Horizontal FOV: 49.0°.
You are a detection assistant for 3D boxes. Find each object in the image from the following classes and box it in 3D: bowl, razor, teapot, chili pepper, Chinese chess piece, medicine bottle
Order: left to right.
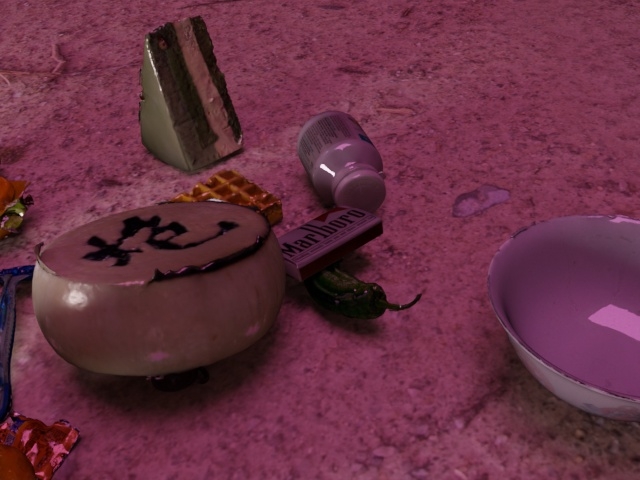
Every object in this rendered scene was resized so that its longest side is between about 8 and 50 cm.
[{"bbox_3d":[-0.471,0.134,1.049,0.093,0.056,0.324,-7,39,-9],"label":"razor"},{"bbox_3d":[-0.224,0.051,0.997,0.349,0.147,0.349,-4,20,1],"label":"Chinese chess piece"},{"bbox_3d":[-0.198,0.182,0.965,0.100,0.068,0.045,18,32,-31],"label":"teapot"},{"bbox_3d":[0.043,-0.138,1.297,0.135,0.135,0.215,-12,39,-12],"label":"medicine bottle"},{"bbox_3d":[0.046,0.068,1.081,0.122,0.065,0.279,-32,31,-7],"label":"chili pepper"},{"bbox_3d":[0.386,0.126,0.926,0.345,0.157,0.346,-2,39,2],"label":"bowl"}]

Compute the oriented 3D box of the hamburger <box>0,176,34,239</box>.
[{"bbox_3d":[-0.607,-0.050,1.257,0.189,0.093,0.164,14,43,22],"label":"hamburger"}]

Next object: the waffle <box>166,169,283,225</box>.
[{"bbox_3d":[-0.197,-0.044,1.257,0.210,0.055,0.160,-32,47,-30],"label":"waffle"}]

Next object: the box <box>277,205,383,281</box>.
[{"bbox_3d":[0.000,0.000,1.128,0.177,0.036,0.115,-29,30,-30],"label":"box"}]

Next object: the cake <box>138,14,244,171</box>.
[{"bbox_3d":[-0.248,-0.279,1.394,0.172,0.284,0.158,40,53,21],"label":"cake"}]

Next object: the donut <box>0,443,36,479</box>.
[{"bbox_3d":[-0.455,0.229,0.756,0.317,0.299,0.150,-9,36,49],"label":"donut"}]

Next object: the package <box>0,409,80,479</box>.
[{"bbox_3d":[-0.373,0.256,0.904,0.110,0.033,0.077,19,33,18],"label":"package"}]
